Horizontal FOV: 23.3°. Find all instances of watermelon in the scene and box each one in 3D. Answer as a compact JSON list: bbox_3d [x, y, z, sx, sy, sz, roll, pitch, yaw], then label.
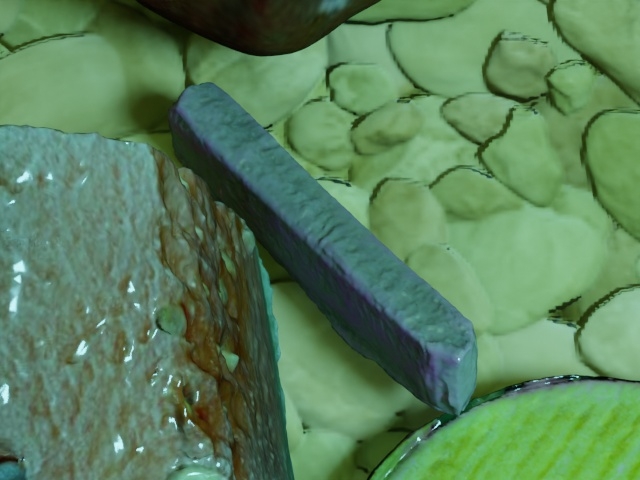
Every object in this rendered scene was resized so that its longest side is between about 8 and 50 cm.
[{"bbox_3d":[-0.080,0.050,0.552,0.139,0.257,0.193,-2,67,-1],"label":"watermelon"}]

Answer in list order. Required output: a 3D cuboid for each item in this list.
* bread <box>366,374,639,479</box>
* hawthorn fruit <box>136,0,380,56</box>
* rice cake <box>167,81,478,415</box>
[{"bbox_3d":[0.111,0.159,0.624,0.228,0.033,0.229,1,57,-1],"label":"bread"},{"bbox_3d":[-0.036,-0.211,0.759,0.208,0.208,0.248,-6,35,-7],"label":"hawthorn fruit"},{"bbox_3d":[0.000,0.000,0.697,0.036,0.047,0.207,-36,59,-16],"label":"rice cake"}]
